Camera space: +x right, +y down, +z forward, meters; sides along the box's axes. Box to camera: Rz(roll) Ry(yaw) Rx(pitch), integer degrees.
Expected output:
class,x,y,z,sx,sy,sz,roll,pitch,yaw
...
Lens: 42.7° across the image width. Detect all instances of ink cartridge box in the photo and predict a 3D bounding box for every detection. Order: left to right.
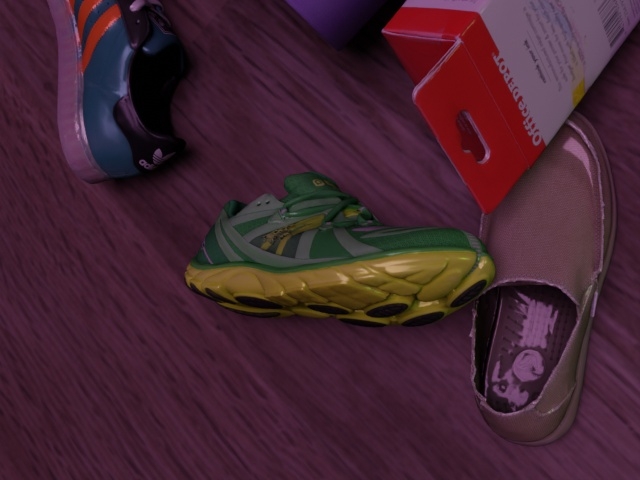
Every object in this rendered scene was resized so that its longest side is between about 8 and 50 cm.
class,x,y,z,sx,sy,sz,roll,pitch,yaw
ink cartridge box,0.137,-0.149,0.593,0.231,0.134,0.078,-51,40,-13

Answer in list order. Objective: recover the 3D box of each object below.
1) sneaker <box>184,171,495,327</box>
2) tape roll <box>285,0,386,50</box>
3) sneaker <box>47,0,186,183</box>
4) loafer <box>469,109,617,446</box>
class,x,y,z,sx,sy,sz,roll,pitch,yaw
sneaker,0.000,0.000,0.656,0.295,0.109,0.124,1,71,42
tape roll,-0.054,-0.279,0.657,0.090,0.275,0.275,-46,69,11
sneaker,-0.190,-0.211,0.801,0.121,0.108,0.302,-8,87,20
loafer,0.167,0.023,0.621,0.101,0.092,0.269,2,83,23
